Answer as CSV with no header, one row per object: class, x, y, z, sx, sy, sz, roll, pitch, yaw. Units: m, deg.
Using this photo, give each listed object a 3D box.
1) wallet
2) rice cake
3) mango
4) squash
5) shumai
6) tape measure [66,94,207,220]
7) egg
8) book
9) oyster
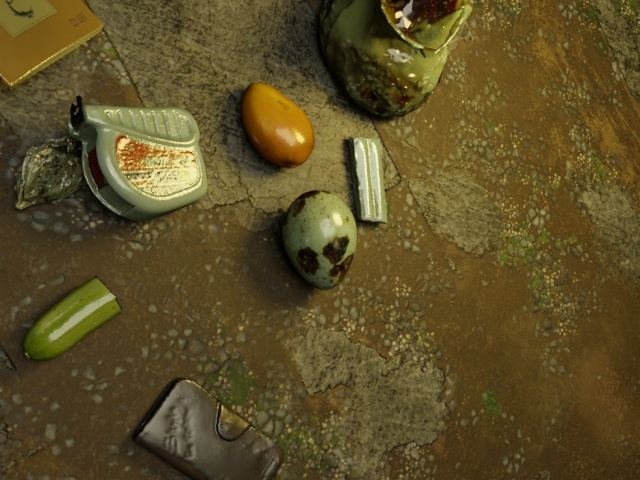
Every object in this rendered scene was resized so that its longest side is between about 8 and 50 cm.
wallet,-0.223,0.429,1.375,0.309,0.042,0.165,42,67,-17
rice cake,0.119,-0.152,1.643,0.085,0.040,0.226,-2,84,-29
mango,-0.104,-0.267,1.507,0.145,0.112,0.219,-34,87,-27
squash,-0.482,0.156,1.250,0.188,0.095,0.095,-37,100,-24
shumai,0.212,-0.534,1.581,0.395,0.348,0.394,7,75,-28
tape measure,-0.363,-0.163,1.328,0.243,0.125,0.246,-9,86,-41
egg,0.000,0.000,1.487,0.169,0.169,0.231,-14,104,-29
book,-0.642,-0.502,1.256,0.389,0.032,0.269,49,50,-14
oyster,-0.527,-0.136,1.287,0.177,0.064,0.124,-28,110,-38
